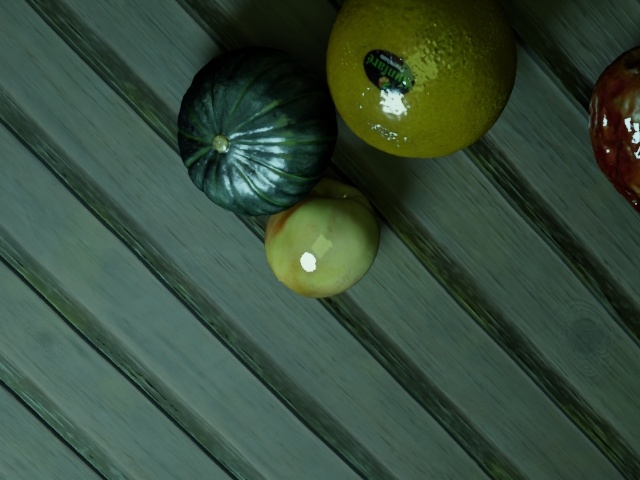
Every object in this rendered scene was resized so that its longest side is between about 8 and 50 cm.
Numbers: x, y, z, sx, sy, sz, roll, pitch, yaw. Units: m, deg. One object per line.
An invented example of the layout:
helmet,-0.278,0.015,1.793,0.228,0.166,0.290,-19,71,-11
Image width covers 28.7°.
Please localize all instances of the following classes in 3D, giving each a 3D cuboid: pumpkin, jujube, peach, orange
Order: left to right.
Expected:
pumpkin,-0.081,-0.158,1.792,0.216,0.250,0.250,-9,119,-39
peach,0.000,0.000,1.872,0.184,0.184,0.184,1,112,2
orange,0.139,-0.249,1.717,0.274,0.274,0.274,1,112,2
jujube,0.491,-0.145,1.790,0.197,0.197,0.290,-21,124,10
